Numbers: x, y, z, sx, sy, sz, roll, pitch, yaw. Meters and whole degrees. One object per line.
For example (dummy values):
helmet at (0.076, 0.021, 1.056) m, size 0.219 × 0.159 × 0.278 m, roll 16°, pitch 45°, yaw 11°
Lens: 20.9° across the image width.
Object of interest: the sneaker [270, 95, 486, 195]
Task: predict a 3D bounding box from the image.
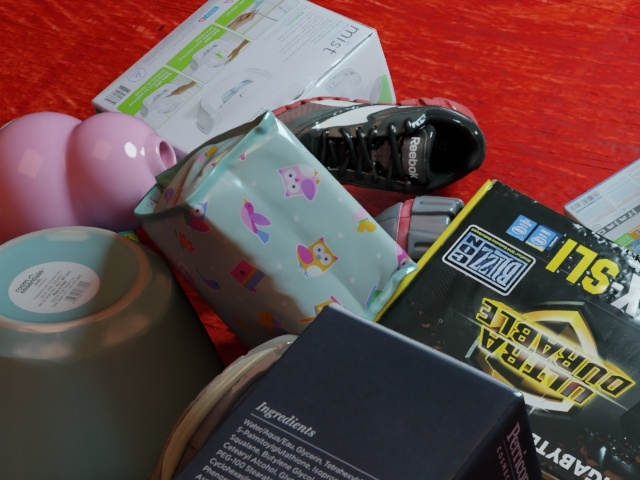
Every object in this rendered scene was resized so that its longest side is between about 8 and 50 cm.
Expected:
sneaker at (0.055, -0.100, 1.856) m, size 0.276 × 0.098 × 0.135 m, roll -3°, pitch 14°, yaw -15°

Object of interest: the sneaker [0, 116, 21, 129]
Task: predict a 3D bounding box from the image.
sneaker at (-0.383, -0.098, 2.107) m, size 0.118 × 0.042 × 0.067 m, roll -41°, pitch 45°, yaw -10°

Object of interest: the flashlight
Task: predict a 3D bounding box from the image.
flashlight at (0.000, 0.000, 1.840) m, size 0.304 × 0.103 × 0.103 m, roll 2°, pitch 8°, yaw 15°

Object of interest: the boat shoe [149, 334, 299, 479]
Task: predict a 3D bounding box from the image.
boat shoe at (-0.093, 0.251, 1.592) m, size 0.130 × 0.132 × 0.355 m, roll 37°, pitch 97°, yaw 21°

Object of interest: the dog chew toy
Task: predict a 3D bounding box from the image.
dog chew toy at (-0.310, -0.049, 1.897) m, size 0.332 × 0.206 × 0.207 m, roll -17°, pitch 44°, yaw 22°

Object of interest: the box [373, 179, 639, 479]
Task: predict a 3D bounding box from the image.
box at (0.224, 0.113, 1.648) m, size 0.322 × 0.079 × 0.257 m, roll 30°, pitch 61°, yaw 24°

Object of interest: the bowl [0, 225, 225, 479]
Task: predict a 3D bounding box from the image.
bowl at (-0.251, 0.099, 1.742) m, size 0.311 × 0.163 × 0.311 m, roll -1°, pitch 33°, yaw 1°

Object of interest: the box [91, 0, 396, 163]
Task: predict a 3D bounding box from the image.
box at (-0.087, -0.162, 2.010) m, size 0.231 × 0.127 × 0.262 m, roll 28°, pitch 62°, yaw 35°

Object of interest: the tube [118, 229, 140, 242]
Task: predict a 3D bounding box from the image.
tube at (-0.246, -0.018, 1.990) m, size 0.080 × 0.052 × 0.207 m, roll -27°, pitch 51°, yaw 9°

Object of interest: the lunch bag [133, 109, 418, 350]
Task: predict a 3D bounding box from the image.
lunch bag at (-0.062, 0.007, 1.713) m, size 0.160 × 0.223 × 0.262 m, roll -49°, pitch 12°, yaw -20°

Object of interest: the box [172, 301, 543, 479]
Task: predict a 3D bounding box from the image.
box at (-0.001, 0.309, 1.430) m, size 0.212 × 0.293 × 0.395 m, roll 23°, pitch 60°, yaw 33°

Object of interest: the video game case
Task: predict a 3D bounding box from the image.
video game case at (0.350, -0.017, 1.809) m, size 0.119 × 0.015 × 0.166 m, roll -31°, pitch 46°, yaw -12°
